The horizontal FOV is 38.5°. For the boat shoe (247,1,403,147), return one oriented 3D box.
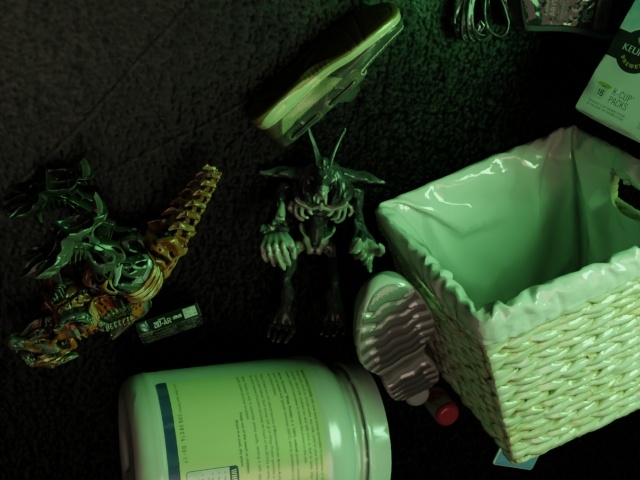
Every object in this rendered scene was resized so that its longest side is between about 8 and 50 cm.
[{"bbox_3d":[0.014,-0.201,1.125,0.223,0.080,0.073,-38,126,6],"label":"boat shoe"}]

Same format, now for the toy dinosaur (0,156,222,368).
[{"bbox_3d":[-0.263,0.018,1.112,0.322,0.164,0.218,-54,136,-11],"label":"toy dinosaur"}]

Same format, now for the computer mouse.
[{"bbox_3d":[0.310,-0.336,1.174,0.272,0.072,0.188,6,114,-9],"label":"computer mouse"}]

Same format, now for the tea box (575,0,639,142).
[{"bbox_3d":[0.553,-0.234,1.157,0.329,0.220,0.323,9,112,-48],"label":"tea box"}]

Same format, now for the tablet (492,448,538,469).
[{"bbox_3d":[0.331,0.356,1.532,0.083,0.006,0.054,14,108,-25],"label":"tablet"}]

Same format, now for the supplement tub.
[{"bbox_3d":[-0.092,0.277,1.213,0.325,0.235,0.235,-4,115,-17],"label":"supplement tub"}]

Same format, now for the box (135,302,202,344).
[{"bbox_3d":[-0.197,0.110,1.198,0.083,0.067,0.018,-19,77,-10],"label":"box"}]

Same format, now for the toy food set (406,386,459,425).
[{"bbox_3d":[0.244,0.217,1.379,0.232,0.104,0.111,-22,119,-9],"label":"toy food set"}]

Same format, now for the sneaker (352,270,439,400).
[{"bbox_3d":[0.082,0.114,1.204,0.105,0.115,0.281,-25,147,-6],"label":"sneaker"}]

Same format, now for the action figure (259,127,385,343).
[{"bbox_3d":[0.000,0.000,1.175,0.164,0.141,0.276,1,115,-8],"label":"action figure"}]

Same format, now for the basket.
[{"bbox_3d":[0.291,0.063,1.200,0.331,0.328,0.266,-22,121,-10],"label":"basket"}]
